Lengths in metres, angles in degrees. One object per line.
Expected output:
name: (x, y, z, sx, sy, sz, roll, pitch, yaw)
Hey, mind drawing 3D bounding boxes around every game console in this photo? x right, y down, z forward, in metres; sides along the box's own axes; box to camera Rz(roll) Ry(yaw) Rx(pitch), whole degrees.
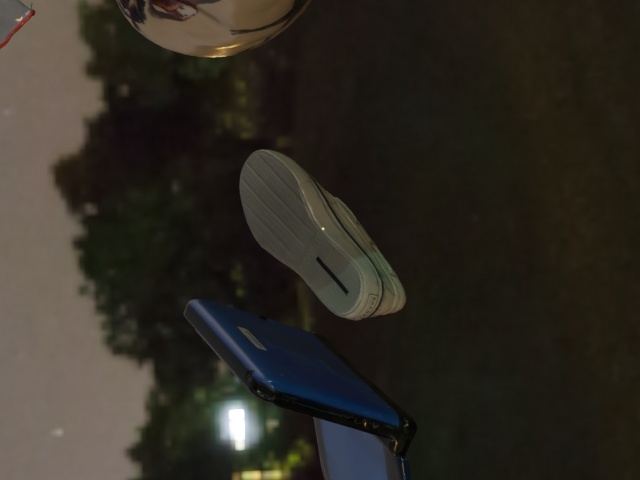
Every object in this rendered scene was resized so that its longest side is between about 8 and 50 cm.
game console: (-0.021, 0.205, 1.716, 0.173, 0.250, 0.293, -69, 24, 7)

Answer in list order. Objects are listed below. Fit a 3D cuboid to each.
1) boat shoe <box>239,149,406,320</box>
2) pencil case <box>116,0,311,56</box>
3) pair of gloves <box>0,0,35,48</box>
boat shoe: (0.000, 0.000, 1.603, 0.083, 0.076, 0.226, -52, 52, 24)
pencil case: (-0.071, -0.268, 1.128, 0.160, 0.183, 0.410, -62, -3, -18)
pair of gloves: (-0.336, -0.199, 1.360, 0.159, 0.198, 0.023, 49, 180, -17)
